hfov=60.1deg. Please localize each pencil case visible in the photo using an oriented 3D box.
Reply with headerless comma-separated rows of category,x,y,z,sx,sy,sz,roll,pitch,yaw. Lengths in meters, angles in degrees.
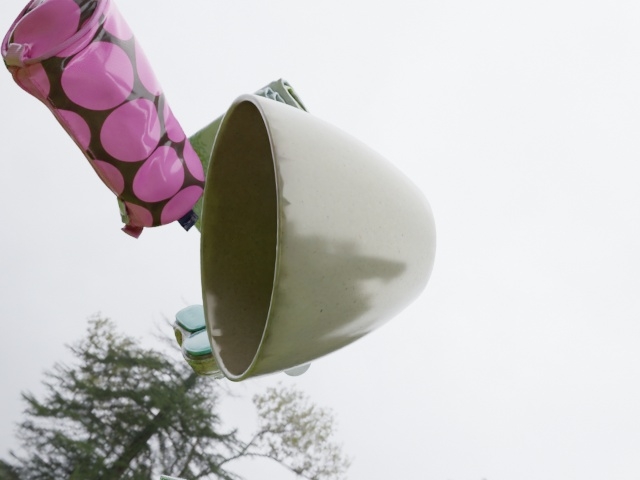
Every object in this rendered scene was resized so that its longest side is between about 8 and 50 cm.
pencil case,-0.167,-0.094,0.451,0.095,0.098,0.209,30,-23,30

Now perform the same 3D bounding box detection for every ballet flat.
ballet flat,-0.216,0.212,1.095,0.123,0.123,0.349,53,-15,-18

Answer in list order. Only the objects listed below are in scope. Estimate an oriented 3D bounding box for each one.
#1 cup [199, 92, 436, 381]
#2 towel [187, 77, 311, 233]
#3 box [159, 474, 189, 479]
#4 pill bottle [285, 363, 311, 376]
cup,0.000,0.000,0.696,0.237,0.330,0.331,2,-26,-25
towel,-0.118,-0.094,1.064,0.375,0.090,0.320,-22,-68,36
box,-0.377,0.677,1.448,0.087,0.101,0.102,7,-24,14
pill bottle,-0.093,0.288,1.503,0.112,0.112,0.187,57,-9,-23
